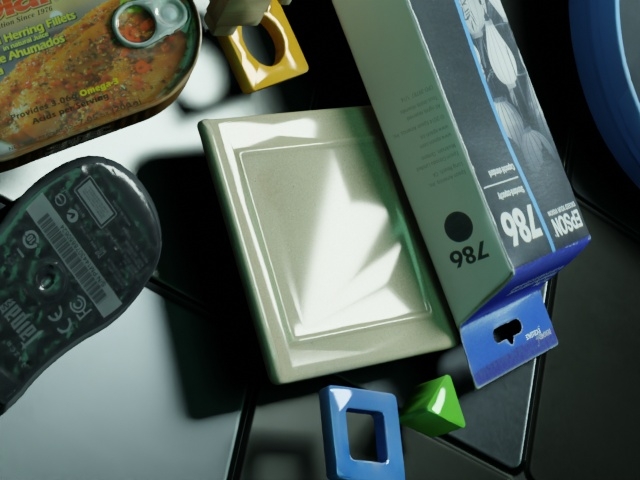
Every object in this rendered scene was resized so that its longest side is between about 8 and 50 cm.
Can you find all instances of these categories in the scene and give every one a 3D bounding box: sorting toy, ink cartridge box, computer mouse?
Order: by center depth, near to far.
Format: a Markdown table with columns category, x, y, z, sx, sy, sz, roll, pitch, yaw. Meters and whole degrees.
| category | x | y | z | sx | sy | sz | roll | pitch | yaw |
| --- | --- | --- | --- | --- | --- | --- | --- | --- | --- |
| computer mouse | -0.220 | 0.023 | 1.060 | 0.184 | 0.060 | 0.262 | 51 | 60 | -21 |
| sorting toy | 0.000 | 0.000 | 1.267 | 0.196 | 0.047 | 0.347 | -7 | 78 | -46 |
| ink cartridge box | 0.111 | -0.070 | 1.350 | 0.165 | 0.065 | 0.332 | -20 | 90 | -61 |

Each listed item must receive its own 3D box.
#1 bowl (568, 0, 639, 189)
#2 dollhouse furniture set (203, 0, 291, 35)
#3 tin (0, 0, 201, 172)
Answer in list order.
| category | x | y | z | sx | sy | sz | roll | pitch | yaw |
| --- | --- | --- | --- | --- | --- | --- | --- | --- | --- |
| bowl | 0.368 | -0.187 | 1.584 | 0.391 | 0.077 | 0.391 | 3 | 85 | -34 |
| dollhouse furniture set | -0.070 | -0.221 | 1.200 | 0.151 | 0.123 | 0.144 | -5 | 53 | -35 |
| tin | -0.164 | -0.107 | 1.111 | 0.190 | 0.040 | 0.106 | -21 | 83 | -14 |
